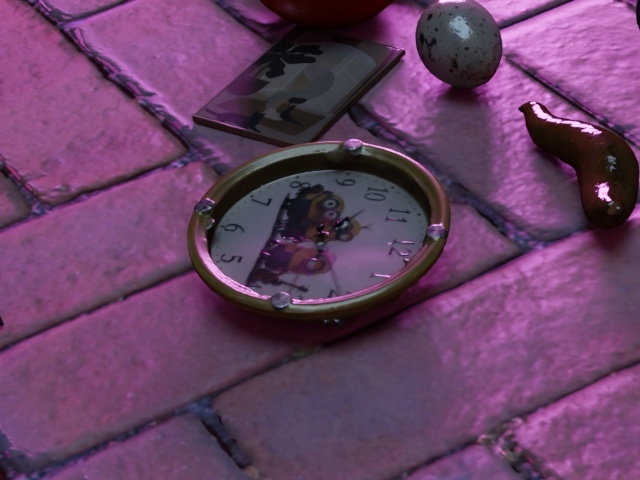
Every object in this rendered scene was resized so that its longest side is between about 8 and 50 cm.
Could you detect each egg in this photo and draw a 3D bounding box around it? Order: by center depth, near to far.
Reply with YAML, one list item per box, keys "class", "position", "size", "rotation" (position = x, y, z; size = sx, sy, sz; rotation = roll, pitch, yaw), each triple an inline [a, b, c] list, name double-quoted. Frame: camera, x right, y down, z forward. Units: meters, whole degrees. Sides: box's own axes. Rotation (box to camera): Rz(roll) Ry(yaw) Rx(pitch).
- class: "egg"
  position: [0.142, -0.199, 1.647]
  size: [0.085, 0.085, 0.110]
  rotation: [-21, 45, -18]

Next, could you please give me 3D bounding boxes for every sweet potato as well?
- class: "sweet potato"
  position: [0.247, -0.076, 1.496]
  size: [0.069, 0.059, 0.249]
  rotation: [-23, 34, -1]

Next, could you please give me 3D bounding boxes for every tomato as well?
- class: "tomato"
  position: [0.006, -0.310, 1.763]
  size: [0.195, 0.136, 0.195]
  rotation: [-1, 44, 1]

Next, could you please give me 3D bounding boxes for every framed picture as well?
- class: "framed picture"
  position: [-0.020, -0.161, 1.686]
  size: [0.136, 0.010, 0.201]
  rotation: [16, 43, 29]

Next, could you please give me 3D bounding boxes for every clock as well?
- class: "clock"
  position: [0.000, 0.000, 1.434]
  size: [0.237, 0.057, 0.237]
  rotation: [-5, 39, 4]

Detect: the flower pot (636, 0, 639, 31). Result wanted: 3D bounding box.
- class: "flower pot"
  position: [0.380, -0.219, 1.596]
  size: [0.157, 0.157, 0.107]
  rotation: [-14, 25, -10]

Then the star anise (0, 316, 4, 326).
- class: "star anise"
  position: [-0.344, 0.060, 1.394]
  size: [0.141, 0.042, 0.141]
  rotation: [7, 46, -7]
